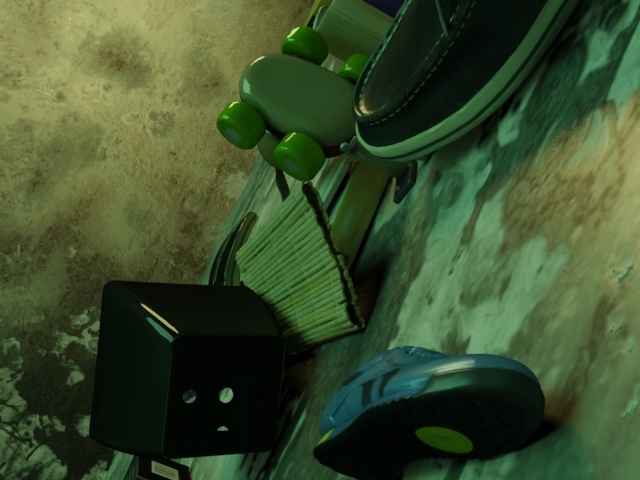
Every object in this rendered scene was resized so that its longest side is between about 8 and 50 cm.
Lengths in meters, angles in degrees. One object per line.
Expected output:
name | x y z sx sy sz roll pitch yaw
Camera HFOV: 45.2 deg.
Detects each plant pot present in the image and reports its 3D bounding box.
plant pot | -0.137 0.152 0.855 0.167 0.188 0.188 12 96 60

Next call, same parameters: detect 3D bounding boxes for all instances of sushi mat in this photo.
sushi mat | -0.036 0.048 0.862 0.151 0.019 0.316 71 158 8

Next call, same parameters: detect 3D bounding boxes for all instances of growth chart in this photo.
growth chart | -0.015 -0.052 0.977 0.172 0.021 0.237 -61 11 4

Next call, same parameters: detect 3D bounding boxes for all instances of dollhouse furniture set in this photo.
dollhouse furniture set | 0.077 -0.118 0.796 0.114 0.081 0.091 -54 14 40

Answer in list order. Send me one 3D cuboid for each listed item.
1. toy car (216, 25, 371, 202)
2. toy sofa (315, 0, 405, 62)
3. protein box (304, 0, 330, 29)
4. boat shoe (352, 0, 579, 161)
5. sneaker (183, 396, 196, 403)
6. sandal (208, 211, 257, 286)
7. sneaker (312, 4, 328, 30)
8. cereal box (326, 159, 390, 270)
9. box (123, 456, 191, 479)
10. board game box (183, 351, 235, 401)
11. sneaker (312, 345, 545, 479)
toy car | -0.020 -0.121 0.902 0.155 0.149 0.188 -54 -16 -23
toy sofa | 0.138 -0.365 0.880 0.362 0.150 0.177 -65 10 -16
protein box | 0.085 -0.473 1.429 0.200 0.136 0.201 -52 15 43
boat shoe | 0.137 -0.253 0.580 0.500 0.156 0.186 129 151 -47
sneaker | -0.273 0.209 1.550 0.178 0.124 0.295 -69 19 -3
sandal | -0.147 0.094 1.378 0.120 0.086 0.302 -35 45 57
sneaker | 0.043 -0.387 1.037 0.137 0.366 0.210 6 74 37
cereal box | 0.000 0.000 0.971 0.173 0.047 0.240 -66 12 -16
box | -0.263 0.413 1.137 0.158 0.093 0.156 -66 11 -6
board game box | -0.108 0.166 1.032 0.133 0.033 0.169 -54 -16 25
sneaker | 0.058 0.087 0.454 0.209 0.069 0.082 -46 17 59
